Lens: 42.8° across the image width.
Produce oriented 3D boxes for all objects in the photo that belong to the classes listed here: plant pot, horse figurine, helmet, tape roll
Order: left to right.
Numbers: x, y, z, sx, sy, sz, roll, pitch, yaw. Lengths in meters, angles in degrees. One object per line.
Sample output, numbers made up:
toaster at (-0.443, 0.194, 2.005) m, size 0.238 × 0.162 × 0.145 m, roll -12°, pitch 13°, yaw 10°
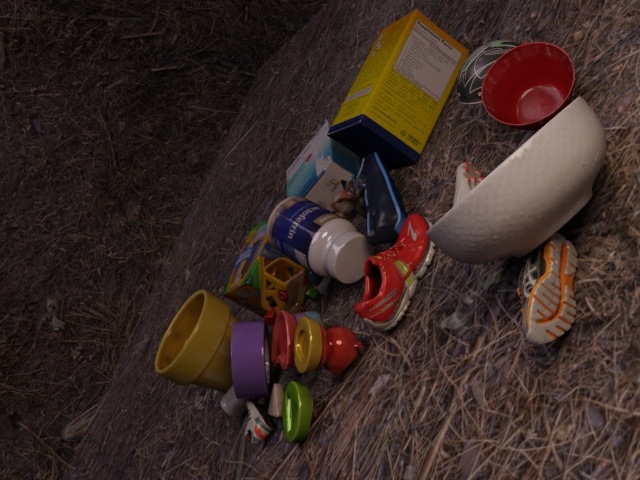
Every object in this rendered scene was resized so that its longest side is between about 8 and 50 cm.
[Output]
plant pot at (-0.281, 0.297, 2.210) m, size 0.254 × 0.239 × 0.254 m, roll -48°, pitch 22°, yaw 27°
tape roll at (-0.170, 0.293, 2.013) m, size 0.189 × 0.080 × 0.189 m, roll -4°, pitch -90°, yaw -88°
horse figurine at (0.051, -0.091, 2.195) m, size 0.174 × 0.066 × 0.263 m, roll -20°, pitch -30°, yaw -50°
helmet at (0.376, -0.342, 1.731) m, size 0.169 × 0.161 × 0.169 m, roll -47°, pitch 23°, yaw 27°

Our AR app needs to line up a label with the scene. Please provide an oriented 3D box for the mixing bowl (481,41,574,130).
mixing bowl at (0.418, -0.284, 1.602) m, size 0.181 × 0.098 × 0.182 m, roll -13°, pitch 62°, yaw 27°

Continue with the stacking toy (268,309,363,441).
stacking toy at (-0.017, 0.301, 1.865) m, size 0.309 × 0.130 × 0.280 m, roll -166°, pitch 81°, yaw -72°

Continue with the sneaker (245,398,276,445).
sneaker at (-0.163, 0.442, 1.989) m, size 0.075 × 0.057 × 0.161 m, roll -52°, pitch 23°, yaw -2°

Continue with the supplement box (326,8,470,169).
supplement box at (0.205, -0.388, 2.151) m, size 0.357 × 0.194 × 0.195 m, roll -63°, pitch 21°, yaw -15°

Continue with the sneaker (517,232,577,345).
sneaker at (0.352, 0.085, 1.297) m, size 0.083 × 0.084 × 0.215 m, roll -35°, pitch 20°, yaw 46°

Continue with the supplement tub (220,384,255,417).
supplement tub at (-0.204, 0.400, 2.127) m, size 0.107 × 0.071 × 0.071 m, roll -51°, pitch 21°, yaw 16°

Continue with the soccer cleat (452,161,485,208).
soccer cleat at (0.300, -0.089, 1.685) m, size 0.076 × 0.068 × 0.196 m, roll -47°, pitch 25°, yaw 34°

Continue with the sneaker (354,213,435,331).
sneaker at (0.155, 0.052, 1.734) m, size 0.107 × 0.118 × 0.279 m, roll -19°, pitch 43°, yaw 59°

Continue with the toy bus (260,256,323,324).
toy bus at (-0.100, 0.143, 2.065) m, size 0.104 × 0.191 × 0.202 m, roll 28°, pitch 85°, yaw 26°

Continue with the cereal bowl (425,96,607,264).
cereal bowl at (0.345, -0.075, 1.363) m, size 0.339 × 0.141 × 0.339 m, roll -41°, pitch -6°, yaw -5°

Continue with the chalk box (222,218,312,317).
chalk box at (-0.116, 0.053, 2.271) m, size 0.179 × 0.180 × 0.289 m, roll -23°, pitch 40°, yaw 57°

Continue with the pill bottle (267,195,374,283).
pill bottle at (0.000, 0.000, 2.015) m, size 0.264 × 0.153 × 0.153 m, roll 29°, pitch 87°, yaw 44°

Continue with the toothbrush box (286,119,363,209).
toothbrush box at (0.010, -0.191, 2.414) m, size 0.216 × 0.126 × 0.296 m, roll -49°, pitch 21°, yaw 23°

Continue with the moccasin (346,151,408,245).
moccasin at (0.126, -0.110, 1.983) m, size 0.116 × 0.138 × 0.342 m, roll -29°, pitch 27°, yaw 11°
